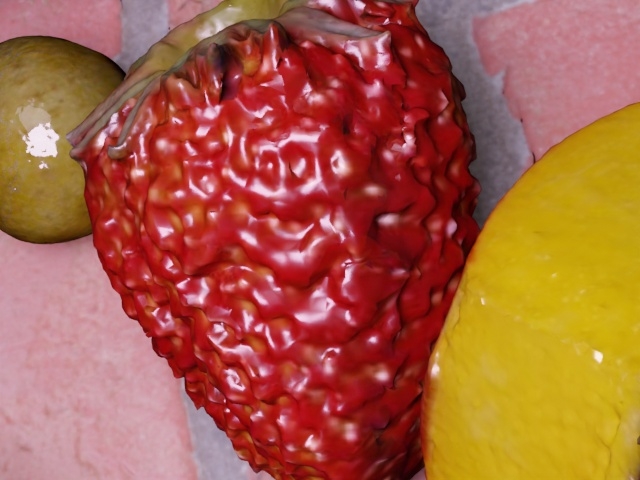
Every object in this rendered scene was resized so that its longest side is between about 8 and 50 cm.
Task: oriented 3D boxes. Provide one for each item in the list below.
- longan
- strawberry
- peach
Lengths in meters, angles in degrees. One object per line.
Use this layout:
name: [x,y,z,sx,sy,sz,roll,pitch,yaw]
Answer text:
longan: [-0.213,-0.070,0.992,0.176,0.145,0.154,-33,36,-1]
strawberry: [0.002,-0.001,0.902,0.292,0.292,0.343,-27,110,-1]
peach: [0.224,0.099,0.822,0.380,0.306,0.242,-41,37,-21]
